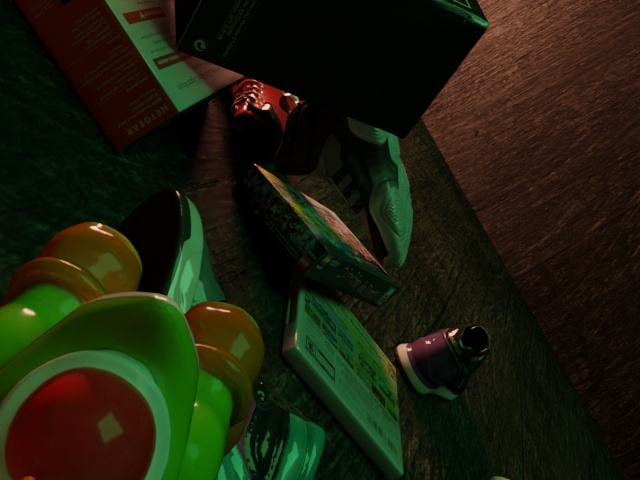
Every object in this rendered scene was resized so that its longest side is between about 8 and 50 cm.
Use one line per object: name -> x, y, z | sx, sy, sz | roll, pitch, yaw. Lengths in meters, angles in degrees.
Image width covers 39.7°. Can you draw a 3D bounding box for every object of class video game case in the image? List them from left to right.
video game case -> 0.030, 0.152, 1.097 | 0.227, 0.026, 0.206 | 52, 19, -23

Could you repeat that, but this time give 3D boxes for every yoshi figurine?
yoshi figurine -> -0.139, 0.155, 0.383 | 0.362, 0.203, 0.203 | -76, 152, -63

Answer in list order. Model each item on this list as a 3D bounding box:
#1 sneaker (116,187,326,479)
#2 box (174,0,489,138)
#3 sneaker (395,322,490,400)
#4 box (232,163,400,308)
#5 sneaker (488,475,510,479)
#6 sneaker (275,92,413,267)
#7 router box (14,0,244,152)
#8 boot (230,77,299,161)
sneaker -> -0.080, 0.110, 0.674 | 0.178, 0.123, 0.296 | 38, 35, -40
box -> -0.004, -0.306, 1.021 | 0.294, 0.183, 0.296 | 17, 38, -24
sneaker -> 0.227, 0.189, 1.426 | 0.107, 0.124, 0.283 | 65, 17, 14
box -> 0.000, 0.000, 1.151 | 0.159, 0.044, 0.233 | 50, 11, 28
sneaker -> 0.303, 0.421, 1.391 | 0.134, 0.051, 0.070 | 48, 25, -23
sneaker -> 0.030, -0.085, 1.187 | 0.101, 0.153, 0.269 | -53, 133, -60
router box -> -0.219, -0.276, 0.981 | 0.301, 0.082, 0.335 | 58, 17, -10
boot -> -0.103, -0.228, 1.235 | 0.244, 0.088, 0.176 | 63, 18, -3
